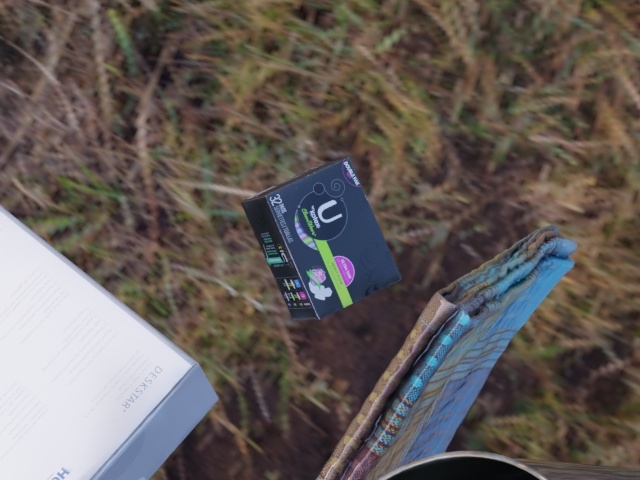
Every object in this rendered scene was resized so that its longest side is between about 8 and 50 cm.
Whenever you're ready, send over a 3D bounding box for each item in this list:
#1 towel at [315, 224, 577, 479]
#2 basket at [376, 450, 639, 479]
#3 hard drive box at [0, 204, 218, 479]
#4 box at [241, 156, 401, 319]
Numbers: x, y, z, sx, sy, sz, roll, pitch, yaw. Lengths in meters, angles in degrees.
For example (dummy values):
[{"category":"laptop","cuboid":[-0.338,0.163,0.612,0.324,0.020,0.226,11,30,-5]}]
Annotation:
[{"category":"towel","cuboid":[0.062,0.124,1.235,0.040,0.370,0.271,34,104,10]},{"category":"basket","cuboid":[0.117,0.194,0.995,0.204,0.154,0.227,-49,153,23]},{"category":"hard drive box","cuboid":[-0.230,0.112,1.489,0.181,0.232,0.089,-47,158,-13]},{"category":"box","cuboid":[0.000,0.000,1.149,0.062,0.052,0.083,-26,96,-19]}]
